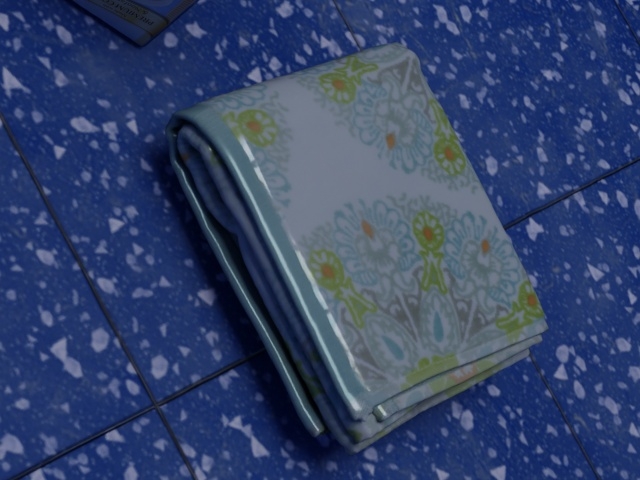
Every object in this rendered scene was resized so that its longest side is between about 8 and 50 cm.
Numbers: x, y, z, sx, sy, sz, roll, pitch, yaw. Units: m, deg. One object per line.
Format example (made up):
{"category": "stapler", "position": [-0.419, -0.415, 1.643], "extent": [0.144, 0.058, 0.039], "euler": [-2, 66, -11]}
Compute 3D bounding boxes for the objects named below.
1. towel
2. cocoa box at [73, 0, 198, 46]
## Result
{"category": "towel", "position": [0.045, -0.001, 1.806], "extent": [0.320, 0.090, 0.374], "euler": [-21, 83, -43]}
{"category": "cocoa box", "position": [-0.224, -0.404, 1.741], "extent": [0.347, 0.228, 0.231], "euler": [33, 50, -23]}
